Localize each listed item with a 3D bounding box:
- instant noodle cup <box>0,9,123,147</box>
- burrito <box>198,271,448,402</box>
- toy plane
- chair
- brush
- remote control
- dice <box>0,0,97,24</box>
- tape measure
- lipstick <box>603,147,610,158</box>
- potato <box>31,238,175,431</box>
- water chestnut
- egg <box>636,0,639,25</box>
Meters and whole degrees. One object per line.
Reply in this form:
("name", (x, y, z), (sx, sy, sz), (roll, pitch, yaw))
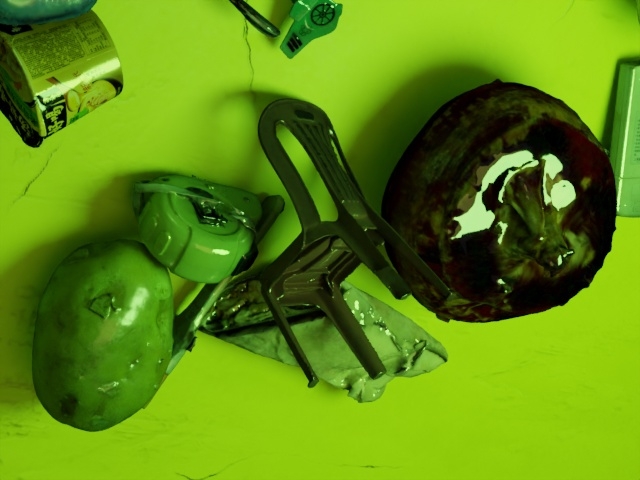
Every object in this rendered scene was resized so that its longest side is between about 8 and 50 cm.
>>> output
("instant noodle cup", (-0.306, -0.198, 1.558), (0.122, 0.151, 0.151), (-29, 126, -26))
("burrito", (0.013, 0.124, 1.897), (0.348, 0.107, 0.175), (26, 121, -31))
("toy plane", (-0.103, -0.358, 1.597), (0.155, 0.106, 0.382), (-42, 130, 19))
("chair", (0.000, 0.000, 1.737), (0.183, 0.326, 0.176), (-47, 153, 26))
("brush", (-0.154, 0.075, 1.821), (0.020, 0.085, 0.336), (36, 90, -30))
("remote control", (0.474, -0.150, 2.017), (0.098, 0.038, 0.233), (-5, 106, -33))
("dice", (-0.322, -0.322, 1.474), (0.146, 0.143, 0.146), (-12, 120, -22))
("tape measure", (-0.154, -0.017, 1.723), (0.177, 0.154, 0.087), (13, 129, -27))
("lipstick", (0.408, -0.132, 2.023), (0.030, 0.030, 0.129), (-49, 127, 4))
("potato", (-0.276, 0.118, 1.734), (0.186, 0.148, 0.253), (19, 97, -50))
("water chestnut", (0.255, -0.030, 1.830), (0.350, 0.302, 0.350), (-10, 115, -23))
("egg", (0.579, -0.374, 1.830), (0.283, 0.283, 0.345), (29, 107, -35))
